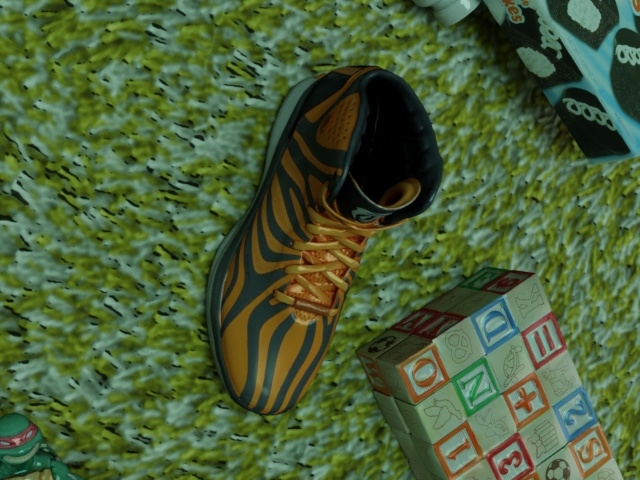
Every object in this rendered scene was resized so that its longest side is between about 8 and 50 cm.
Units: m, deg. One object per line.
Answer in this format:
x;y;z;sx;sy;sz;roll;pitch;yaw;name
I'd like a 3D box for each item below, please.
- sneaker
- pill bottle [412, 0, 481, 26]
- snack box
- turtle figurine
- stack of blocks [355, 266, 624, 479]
0.000;0.000;0.854;0.124;0.180;0.321;13;87;-24;sneaker
0.100;-0.262;0.946;0.067;0.067;0.120;-46;109;-15;pill bottle
0.241;-0.255;0.976;0.322;0.060;0.187;50;56;-22;snack box
-0.229;0.223;0.802;0.175;0.118;0.234;-10;113;-9;turtle figurine
0.179;0.197;0.996;0.171;0.087;0.297;-31;105;-19;stack of blocks
